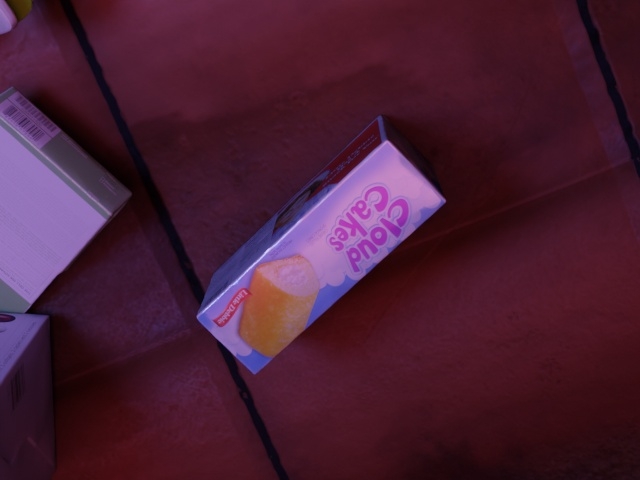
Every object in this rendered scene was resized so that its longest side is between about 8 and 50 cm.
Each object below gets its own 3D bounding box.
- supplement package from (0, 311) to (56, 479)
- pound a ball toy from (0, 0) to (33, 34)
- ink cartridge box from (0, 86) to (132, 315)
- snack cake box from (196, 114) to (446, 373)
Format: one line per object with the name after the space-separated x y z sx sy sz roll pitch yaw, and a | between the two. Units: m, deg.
-0.382 0.213 1.179 0.145 0.262 0.204 3 109 2 | supplement package
-0.306 -0.347 1.089 0.208 0.136 0.319 -45 116 -20 | pound a ball toy
-0.336 -0.028 1.235 0.171 0.056 0.235 42 126 -7 | ink cartridge box
0.000 0.000 1.177 0.264 0.152 0.089 -43 99 12 | snack cake box
